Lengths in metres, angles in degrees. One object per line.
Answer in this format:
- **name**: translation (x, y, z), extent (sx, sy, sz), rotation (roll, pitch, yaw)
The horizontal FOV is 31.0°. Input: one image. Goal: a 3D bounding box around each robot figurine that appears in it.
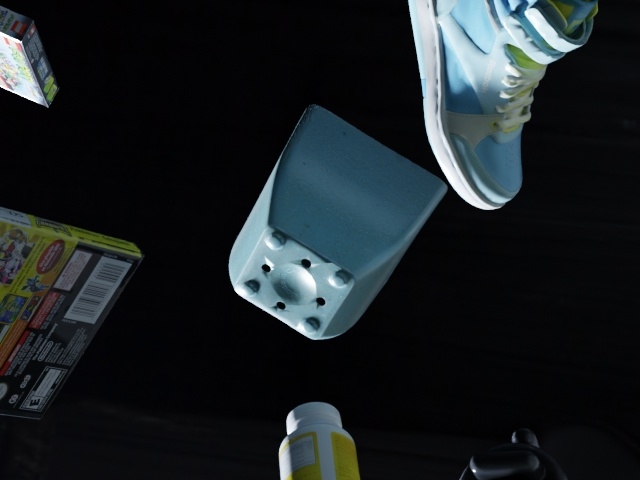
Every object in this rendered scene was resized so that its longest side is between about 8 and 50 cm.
- **robot figurine**: translation (0.304, 0.408, 1.712), extent (0.209, 0.173, 0.278), rotation (-46, -41, -12)

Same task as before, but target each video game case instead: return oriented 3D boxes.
- **video game case**: translation (-0.381, 0.092, 1.400), extent (0.275, 0.248, 0.035), rotation (-56, 49, 15)

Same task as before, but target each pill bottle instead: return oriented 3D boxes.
- **pill bottle**: translation (-0.001, 0.305, 1.508), extent (0.184, 0.103, 0.103), rotation (-97, 9, -47)

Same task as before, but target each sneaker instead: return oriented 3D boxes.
- **sneaker**: translation (0.224, -0.188, 1.299), extent (0.127, 0.208, 0.319), rotation (-32, -67, -46)

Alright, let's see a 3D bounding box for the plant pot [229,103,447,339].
- **plant pot**: translation (0.000, 0.000, 1.716), extent (0.247, 0.248, 0.252), rotation (-59, -1, 38)

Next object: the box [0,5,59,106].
- **box**: translation (-0.430, -0.259, 1.572), extent (0.207, 0.114, 0.036), rotation (99, -165, -72)
